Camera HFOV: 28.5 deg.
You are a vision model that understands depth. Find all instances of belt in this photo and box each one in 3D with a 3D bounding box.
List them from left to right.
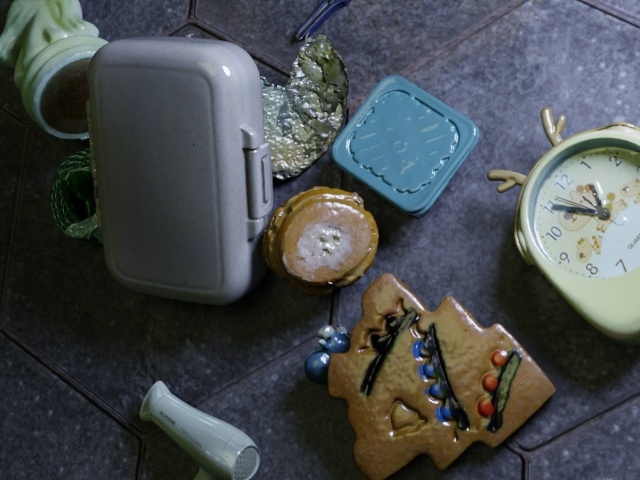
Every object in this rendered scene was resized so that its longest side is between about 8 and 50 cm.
[{"bbox_3d":[-0.359,-0.067,1.953,0.121,0.079,0.151,-7,74,21],"label":"belt"}]

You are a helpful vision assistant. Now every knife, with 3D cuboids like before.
[{"bbox_3d":[0.008,-0.345,1.904,0.121,0.018,0.031,-45,62,8],"label":"knife"}]

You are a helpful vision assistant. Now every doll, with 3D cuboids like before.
[{"bbox_3d":[0.009,0.160,1.737,0.050,0.076,0.083,38,97,27],"label":"doll"}]

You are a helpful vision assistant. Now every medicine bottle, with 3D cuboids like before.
[{"bbox_3d":[-0.199,-0.099,1.788,0.282,0.123,0.375,8,111,27],"label":"medicine bottle"}]

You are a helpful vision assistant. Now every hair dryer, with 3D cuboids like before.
[{"bbox_3d":[-0.208,0.348,1.798,0.206,0.075,0.237,25,95,34],"label":"hair dryer"}]

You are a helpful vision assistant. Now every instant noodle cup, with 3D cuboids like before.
[{"bbox_3d":[0.124,-0.127,1.766,0.179,0.070,0.157,37,91,27],"label":"instant noodle cup"}]

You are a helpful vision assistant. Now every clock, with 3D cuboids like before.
[{"bbox_3d":[0.364,-0.036,1.623,0.235,0.096,0.308,-49,63,6],"label":"clock"}]

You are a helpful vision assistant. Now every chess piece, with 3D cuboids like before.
[{"bbox_3d":[-0.434,-0.308,2.027,0.176,0.176,0.298,-43,51,8],"label":"chess piece"}]

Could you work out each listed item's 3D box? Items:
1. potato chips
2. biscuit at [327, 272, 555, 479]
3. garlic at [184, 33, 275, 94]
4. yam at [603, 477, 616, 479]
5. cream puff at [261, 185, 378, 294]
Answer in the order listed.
[{"bbox_3d":[-0.057,-0.198,1.831,0.220,0.029,0.202,-32,102,0],"label":"potato chips"},{"bbox_3d":[0.156,0.180,1.658,0.301,0.043,0.278,-2,86,15],"label":"biscuit"},{"bbox_3d":[-0.134,-0.224,1.890,0.194,0.127,0.131,12,55,-5],"label":"garlic"},{"bbox_3d":[0.267,0.384,1.550,0.259,0.106,0.106,-35,63,36],"label":"yam"},{"bbox_3d":[0.000,0.000,1.754,0.165,0.115,0.150,8,94,-11],"label":"cream puff"}]
